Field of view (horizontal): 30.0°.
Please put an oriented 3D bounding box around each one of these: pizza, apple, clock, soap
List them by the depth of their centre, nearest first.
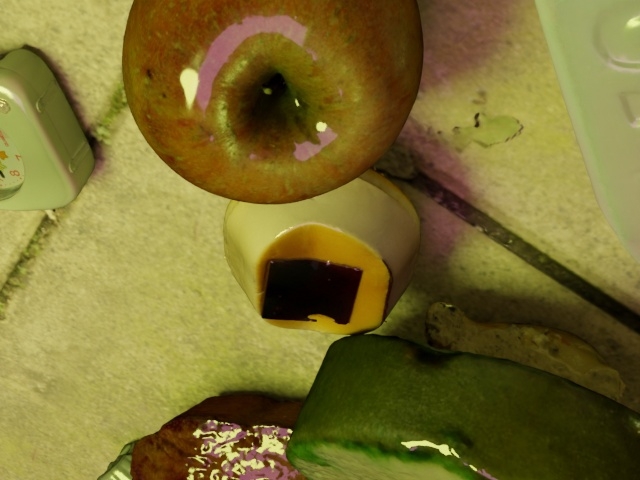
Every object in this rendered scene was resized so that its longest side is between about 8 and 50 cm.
[{"bbox_3d":[0.281,-0.112,0.830,0.208,0.115,0.347,-6,130,27],"label":"soap"},{"bbox_3d":[-0.038,-0.147,0.881,0.237,0.207,0.236,-2,129,-2],"label":"apple"},{"bbox_3d":[-0.318,-0.099,1.115,0.191,0.062,0.151,-1,132,23],"label":"clock"},{"bbox_3d":[0.202,0.132,1.133,0.188,0.080,0.204,17,153,23],"label":"pizza"}]

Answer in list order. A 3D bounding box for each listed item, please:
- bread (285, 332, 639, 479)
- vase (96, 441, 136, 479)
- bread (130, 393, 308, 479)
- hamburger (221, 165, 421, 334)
[{"bbox_3d":[0.151,0.219,1.096,0.366,0.129,0.382,30,158,-15],"label":"bread"},{"bbox_3d":[-0.158,0.345,1.441,0.248,0.128,0.128,42,133,-6],"label":"vase"},{"bbox_3d":[-0.084,0.275,1.302,0.247,0.135,0.232,-3,108,23],"label":"bread"},{"bbox_3d":[0.000,0.000,1.035,0.173,0.116,0.210,6,149,3],"label":"hamburger"}]
